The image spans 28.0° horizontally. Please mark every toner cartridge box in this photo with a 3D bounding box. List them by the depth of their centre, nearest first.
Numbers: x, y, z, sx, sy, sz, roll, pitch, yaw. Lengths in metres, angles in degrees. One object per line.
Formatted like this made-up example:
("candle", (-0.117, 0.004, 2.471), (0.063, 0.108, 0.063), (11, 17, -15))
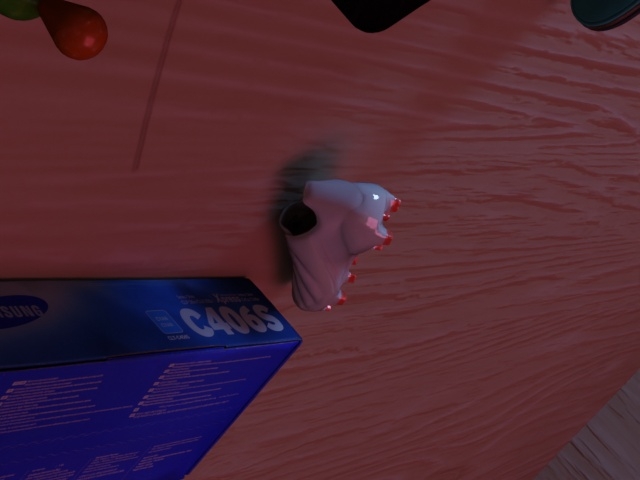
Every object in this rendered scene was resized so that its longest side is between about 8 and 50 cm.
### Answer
("toner cartridge box", (-0.168, 0.108, 0.880), (0.165, 0.075, 0.348), (-51, 157, 18))

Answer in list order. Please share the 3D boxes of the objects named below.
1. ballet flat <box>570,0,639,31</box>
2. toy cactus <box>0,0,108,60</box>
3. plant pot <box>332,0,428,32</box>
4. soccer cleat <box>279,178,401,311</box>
("ballet flat", (0.263, -0.244, 0.966), (0.074, 0.074, 0.203), (-18, 145, -46))
("toy cactus", (-0.169, -0.117, 0.457), (0.219, 0.112, 0.180), (-31, 147, -6))
("plant pot", (0.041, -0.200, 0.542), (0.187, 0.188, 0.167), (-36, 166, -17))
("soccer cleat", (0.000, 0.000, 0.994), (0.196, 0.076, 0.068), (125, -19, -64))
